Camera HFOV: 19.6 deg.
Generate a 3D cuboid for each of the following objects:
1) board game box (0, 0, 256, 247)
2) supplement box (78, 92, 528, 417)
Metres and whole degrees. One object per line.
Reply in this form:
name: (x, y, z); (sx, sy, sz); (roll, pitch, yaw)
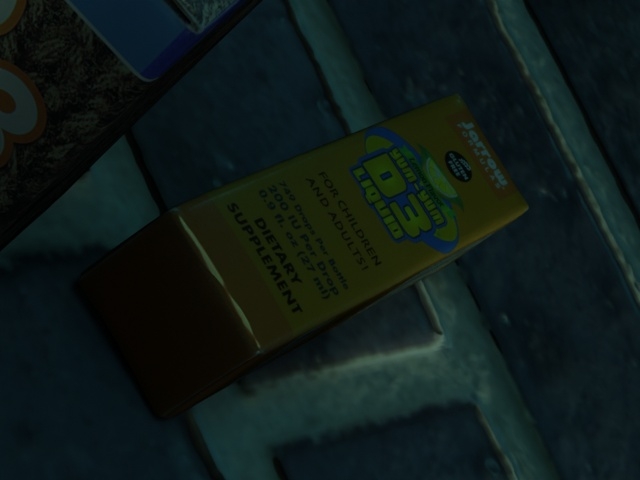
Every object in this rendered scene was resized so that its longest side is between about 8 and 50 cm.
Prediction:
board game box: (-0.117, -0.092, 0.656); (0.141, 0.291, 0.232); (47, 40, -6)
supplement box: (0.000, 0.000, 0.867); (0.233, 0.080, 0.078); (-26, 83, -52)
